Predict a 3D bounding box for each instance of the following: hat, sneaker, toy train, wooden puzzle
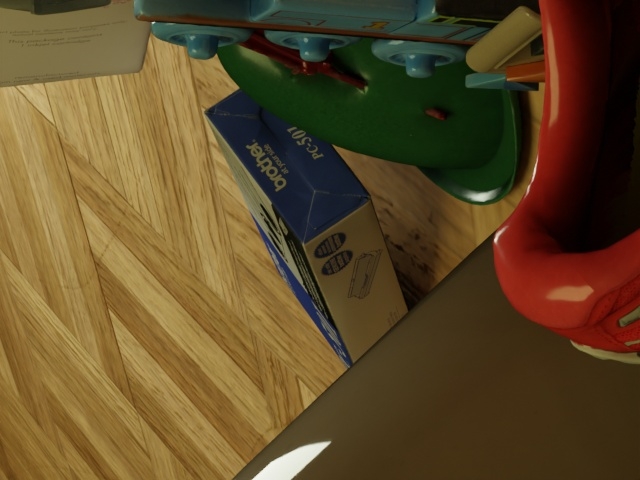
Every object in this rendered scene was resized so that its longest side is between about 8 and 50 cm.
[{"bbox_3d":[-0.032,-0.076,0.906,0.209,0.183,0.173,65,161,-6],"label":"hat"},{"bbox_3d":[0.116,-0.093,0.513,0.107,0.118,0.279,31,114,50],"label":"sneaker"},{"bbox_3d":[0.009,-0.114,0.773,0.105,0.184,0.080,164,108,-69],"label":"toy train"},{"bbox_3d":[0.101,-0.073,0.752,0.116,0.078,0.014,127,146,-75],"label":"wooden puzzle"}]

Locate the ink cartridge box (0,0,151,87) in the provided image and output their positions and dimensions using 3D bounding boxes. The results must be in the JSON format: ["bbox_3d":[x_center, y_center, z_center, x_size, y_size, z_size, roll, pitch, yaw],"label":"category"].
[{"bbox_3d":[-0.143,-0.229,0.963,0.353,0.119,0.207,123,140,-72],"label":"ink cartridge box"}]

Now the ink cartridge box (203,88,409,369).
[{"bbox_3d":[0.000,0.000,1.052,0.097,0.046,0.207,53,174,26],"label":"ink cartridge box"}]

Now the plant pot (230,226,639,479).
[{"bbox_3d":[0.104,0.134,0.690,0.323,0.280,0.323,50,157,30],"label":"plant pot"}]
